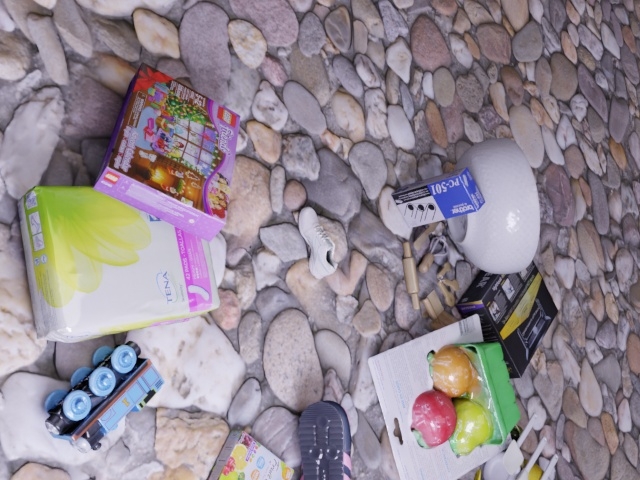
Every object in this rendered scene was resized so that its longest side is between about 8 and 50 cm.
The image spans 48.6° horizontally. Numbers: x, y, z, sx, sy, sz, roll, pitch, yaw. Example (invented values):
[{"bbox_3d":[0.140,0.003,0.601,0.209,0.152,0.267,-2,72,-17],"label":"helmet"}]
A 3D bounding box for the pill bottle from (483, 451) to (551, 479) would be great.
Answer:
[{"bbox_3d":[0.492,0.590,1.744,0.184,0.103,0.103,29,59,-35],"label":"pill bottle"}]

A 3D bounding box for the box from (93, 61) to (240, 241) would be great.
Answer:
[{"bbox_3d":[-0.242,-0.154,1.180,0.201,0.057,0.293,26,39,-24],"label":"box"}]

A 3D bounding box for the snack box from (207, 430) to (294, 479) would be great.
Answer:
[{"bbox_3d":[-0.120,0.413,1.242,0.141,0.037,0.100,46,51,-26],"label":"snack box"}]

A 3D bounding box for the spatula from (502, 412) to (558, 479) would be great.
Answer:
[{"bbox_3d":[0.507,0.526,1.696,0.242,0.019,0.168,-31,94,-50],"label":"spatula"}]

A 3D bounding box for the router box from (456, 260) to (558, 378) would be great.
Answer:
[{"bbox_3d":[0.507,0.181,1.894,0.309,0.081,0.243,-42,108,-43],"label":"router box"}]

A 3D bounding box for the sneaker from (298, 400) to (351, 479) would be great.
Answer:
[{"bbox_3d":[0.016,0.461,1.322,0.131,0.112,0.319,29,67,-72],"label":"sneaker"}]

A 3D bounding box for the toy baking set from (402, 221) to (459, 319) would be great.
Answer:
[{"bbox_3d":[0.264,0.064,1.732,0.196,0.030,0.256,-6,83,-48],"label":"toy baking set"}]

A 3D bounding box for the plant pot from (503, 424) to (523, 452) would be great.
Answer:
[{"bbox_3d":[0.479,0.492,1.786,0.079,0.083,0.083,19,65,-53],"label":"plant pot"}]

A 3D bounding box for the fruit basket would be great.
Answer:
[{"bbox_3d":[0.273,0.368,1.591,0.353,0.165,0.327,-16,89,-30],"label":"fruit basket"}]

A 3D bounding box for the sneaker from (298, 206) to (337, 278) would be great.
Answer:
[{"bbox_3d":[0.000,0.000,1.465,0.053,0.061,0.152,-14,87,-44],"label":"sneaker"}]

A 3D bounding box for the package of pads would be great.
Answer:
[{"bbox_3d":[-0.311,0.032,1.121,0.296,0.101,0.229,-4,80,-45],"label":"package of pads"}]

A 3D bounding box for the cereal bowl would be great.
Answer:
[{"bbox_3d":[0.398,-0.079,1.733,0.141,0.339,0.339,-6,81,-8],"label":"cereal bowl"}]

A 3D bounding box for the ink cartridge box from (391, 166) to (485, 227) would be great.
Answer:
[{"bbox_3d":[0.272,-0.098,1.653,0.046,0.207,0.097,-43,109,-39],"label":"ink cartridge box"}]

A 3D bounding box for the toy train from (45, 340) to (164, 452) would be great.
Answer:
[{"bbox_3d":[-0.325,0.235,1.066,0.184,0.080,0.105,-49,118,-41],"label":"toy train"}]

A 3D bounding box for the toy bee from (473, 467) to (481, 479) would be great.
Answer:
[{"bbox_3d":[0.348,0.626,1.586,0.298,0.162,0.195,39,84,-15],"label":"toy bee"}]
